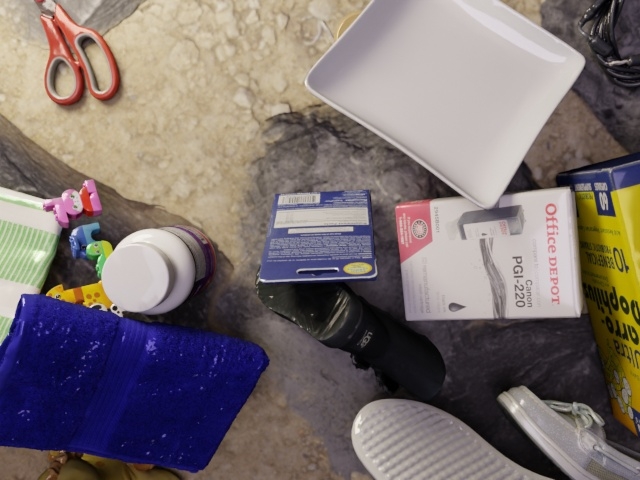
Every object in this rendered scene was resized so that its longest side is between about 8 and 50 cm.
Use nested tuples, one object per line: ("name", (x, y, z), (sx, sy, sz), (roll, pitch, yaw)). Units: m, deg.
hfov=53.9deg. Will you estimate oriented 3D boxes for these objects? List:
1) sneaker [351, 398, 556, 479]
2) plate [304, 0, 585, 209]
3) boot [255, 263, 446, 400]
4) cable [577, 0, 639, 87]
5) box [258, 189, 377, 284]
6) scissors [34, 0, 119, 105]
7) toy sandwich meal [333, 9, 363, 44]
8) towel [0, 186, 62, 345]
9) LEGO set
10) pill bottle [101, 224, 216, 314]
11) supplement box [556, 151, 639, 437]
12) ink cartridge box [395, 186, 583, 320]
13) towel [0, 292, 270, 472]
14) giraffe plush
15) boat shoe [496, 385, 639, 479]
("sneaker", (0.197, 0.340, 0.834), (0.365, 0.150, 0.135), (29, 61, 7))
("plate", (0.162, -0.209, 0.810), (0.278, 0.045, 0.277), (35, 71, 5))
("boot", (0.037, 0.109, 0.844), (0.207, 0.246, 0.094), (38, 88, -34))
("cable", (0.445, -0.295, 0.831), (0.184, 0.047, 0.150), (-45, 91, 4))
("box", (0.000, 0.000, 0.791), (0.136, 0.225, 0.037), (-2, 118, 3))
("scissors", (-0.375, -0.332, 0.890), (0.109, 0.021, 0.297), (-19, 91, 7))
("toy sandwich meal", (0.060, -0.275, 0.864), (0.085, 0.029, 0.086), (0, 94, 6))
("towel", (-0.507, 0.068, 0.844), (0.247, 0.038, 0.325), (15, 69, 4))
("LEGO set", (-0.326, 0.045, 0.845), (0.093, 0.087, 0.227), (-14, 74, -27))
("pill bottle", (-0.206, 0.037, 0.814), (0.108, 0.193, 0.108), (0, 94, 4))
("supplement box", (0.453, 0.062, 0.780), (0.195, 0.194, 0.357), (-15, 92, 4))
("ink cartridge box", (0.217, 0.019, 0.812), (0.217, 0.092, 0.159), (-5, 94, 21))
("towel", (-0.241, 0.192, 0.771), (0.308, 0.076, 0.228), (16, 121, -28))
("giraffe plush", (-0.310, 0.334, 0.851), (0.181, 0.170, 0.210), (-36, 91, 5))
("boat shoe", (0.377, 0.284, 0.843), (0.320, 0.118, 0.103), (36, 89, -4))
